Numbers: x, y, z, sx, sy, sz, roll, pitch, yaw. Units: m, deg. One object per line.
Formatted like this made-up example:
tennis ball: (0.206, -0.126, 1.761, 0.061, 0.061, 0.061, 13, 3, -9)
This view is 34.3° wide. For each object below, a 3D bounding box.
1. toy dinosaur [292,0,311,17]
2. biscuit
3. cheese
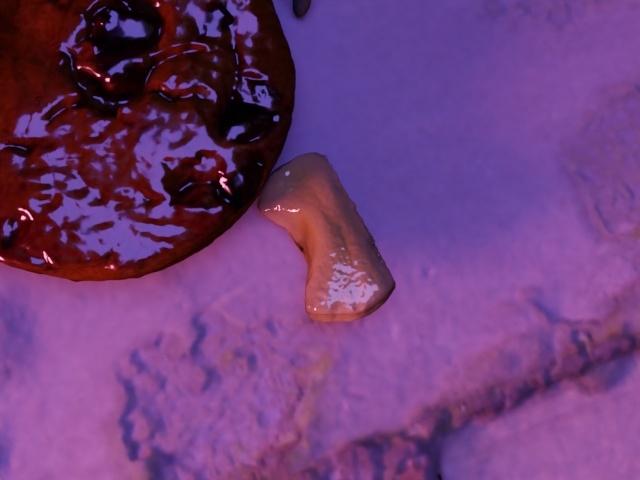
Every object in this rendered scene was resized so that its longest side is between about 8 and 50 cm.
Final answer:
toy dinosaur: (-0.103, -0.213, 0.519, 0.188, 0.075, 0.247, -17, 83, 2)
biscuit: (-0.106, -0.074, 0.476, 0.192, 0.049, 0.192, -1, 72, 2)
cheese: (0.000, 0.000, 0.475, 0.044, 0.030, 0.083, -23, 68, -13)
